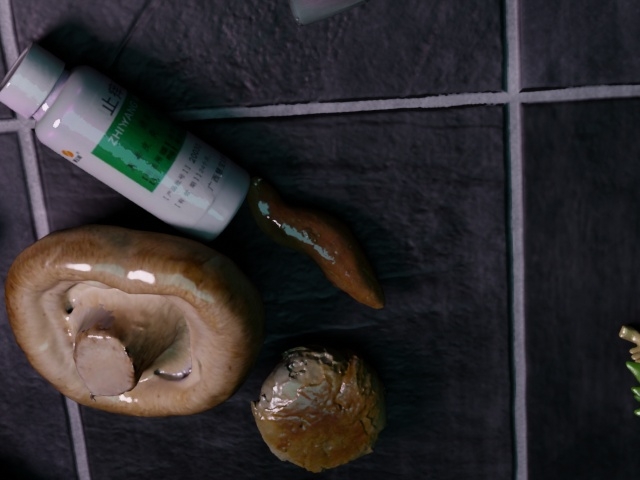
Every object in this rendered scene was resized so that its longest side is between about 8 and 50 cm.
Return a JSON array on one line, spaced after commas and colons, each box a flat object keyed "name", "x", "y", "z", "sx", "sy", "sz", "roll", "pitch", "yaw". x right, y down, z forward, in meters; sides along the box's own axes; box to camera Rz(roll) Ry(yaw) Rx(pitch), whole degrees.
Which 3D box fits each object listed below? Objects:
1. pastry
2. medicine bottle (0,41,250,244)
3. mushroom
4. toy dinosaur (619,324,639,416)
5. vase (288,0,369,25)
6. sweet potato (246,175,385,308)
[{"name": "pastry", "x": 0.001, "y": 0.182, "z": 1.890, "sx": 0.153, "sy": 0.081, "sz": 0.153, "roll": 1, "pitch": 115, "yaw": 2}, {"name": "medicine bottle", "x": -0.198, "y": -0.098, "z": 1.730, "sx": 0.260, "sy": 0.095, "sz": 0.095, "roll": 32, "pitch": 115, "yaw": -17}, {"name": "mushroom", "x": -0.193, "y": 0.080, "z": 1.791, "sx": 0.278, "sy": 0.146, "sz": 0.278, "roll": 10, "pitch": 134, "yaw": 11}, {"name": "toy dinosaur", "x": 0.420, "y": 0.161, "z": 1.845, "sx": 0.152, "sy": 0.177, "sz": 0.194, "roll": -20, "pitch": 88, "yaw": 17}, {"name": "vase", "x": 0.069, "y": -0.272, "z": 1.639, "sx": 0.214, "sy": 0.086, "sz": 0.086, "roll": -15, "pitch": 118, "yaw": 5}, {"name": "sweet potato", "x": -0.001, "y": 0.000, "z": 1.807, "sx": 0.202, "sy": 0.058, "sz": 0.055, "roll": 39, "pitch": 156, "yaw": -14}]
